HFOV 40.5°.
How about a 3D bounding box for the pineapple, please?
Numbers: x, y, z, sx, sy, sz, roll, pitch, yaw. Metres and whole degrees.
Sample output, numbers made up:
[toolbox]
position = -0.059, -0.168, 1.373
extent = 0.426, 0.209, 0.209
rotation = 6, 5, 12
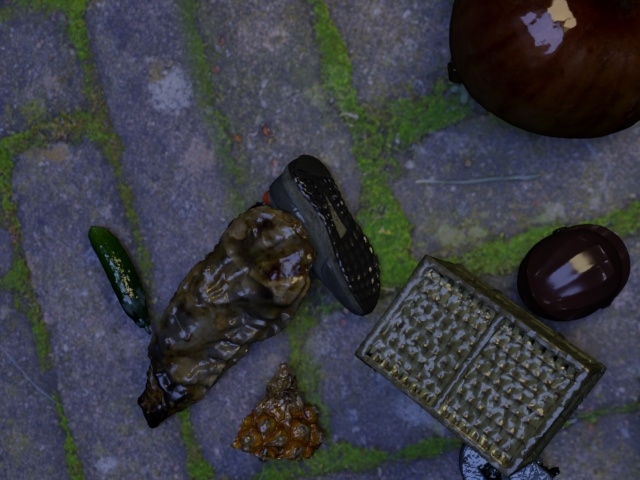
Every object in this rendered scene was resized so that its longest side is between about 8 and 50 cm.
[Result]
[pineapple]
position = -0.048, 0.199, 1.021
extent = 0.114, 0.077, 0.114
rotation = 11, 84, -19

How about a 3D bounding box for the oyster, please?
[oyster]
position = -0.125, 0.103, 1.005
extent = 0.129, 0.078, 0.345
rotation = 40, 113, 5

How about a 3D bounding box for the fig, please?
[fig]
position = 0.239, -0.210, 0.847
extent = 0.235, 0.214, 0.234
rotation = -2, 79, 8

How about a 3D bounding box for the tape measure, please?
[tape measure]
position = 0.198, 0.248, 0.950
extent = 0.094, 0.054, 0.091
rotation = 43, 96, 8

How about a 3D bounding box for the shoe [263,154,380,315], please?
[shoe]
position = 0.001, 0.002, 0.994
extent = 0.077, 0.074, 0.194
rotation = -29, 86, 37

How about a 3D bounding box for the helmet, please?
[helmet]
position = 0.265, 0.036, 0.914
extent = 0.123, 0.070, 0.098
rotation = -33, 83, 16

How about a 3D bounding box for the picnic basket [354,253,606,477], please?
[picnic basket]
position = 0.169, 0.124, 0.890
extent = 0.196, 0.154, 0.134
rotation = 36, 97, 22

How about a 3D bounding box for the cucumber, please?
[cucumber]
position = -0.244, 0.046, 1.075
extent = 0.037, 0.037, 0.155
rotation = -29, 85, 15
